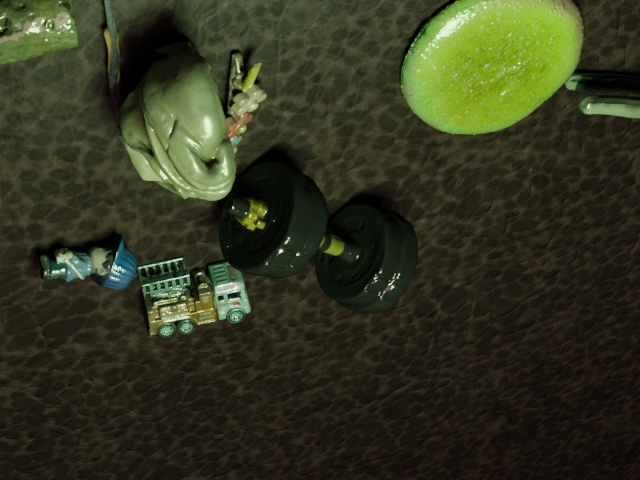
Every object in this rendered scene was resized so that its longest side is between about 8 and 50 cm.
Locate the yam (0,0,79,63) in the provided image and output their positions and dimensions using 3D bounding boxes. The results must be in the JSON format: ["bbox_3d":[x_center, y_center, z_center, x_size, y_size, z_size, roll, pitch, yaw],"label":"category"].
[{"bbox_3d":[-0.399,-0.269,1.503,0.194,0.107,0.107,-14,141,-9],"label":"yam"}]

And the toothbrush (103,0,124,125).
[{"bbox_3d":[-0.281,-0.255,1.643,0.031,0.023,0.321,-10,139,-5],"label":"toothbrush"}]

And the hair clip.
[{"bbox_3d":[-0.122,-0.180,1.783,0.062,0.056,0.214,-35,155,-42],"label":"hair clip"}]

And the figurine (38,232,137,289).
[{"bbox_3d":[-0.360,0.038,1.905,0.149,0.087,0.086,-7,176,-17],"label":"figurine"}]

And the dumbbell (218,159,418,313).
[{"bbox_3d":[0.000,0.000,1.945,0.388,0.185,0.185,21,125,-41],"label":"dumbbell"}]

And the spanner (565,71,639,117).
[{"bbox_3d":[0.550,-0.234,2.007,0.325,0.096,0.040,-1,137,-24],"label":"spanner"}]

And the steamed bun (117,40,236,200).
[{"bbox_3d":[-0.203,-0.154,1.663,0.144,0.218,0.211,-16,115,-7],"label":"steamed bun"}]

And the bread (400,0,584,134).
[{"bbox_3d":[0.264,-0.274,1.868,0.301,0.045,0.301,-13,139,-11],"label":"bread"}]

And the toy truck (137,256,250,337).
[{"bbox_3d":[-0.209,0.084,2.029,0.177,0.080,0.115,-12,131,-11],"label":"toy truck"}]
